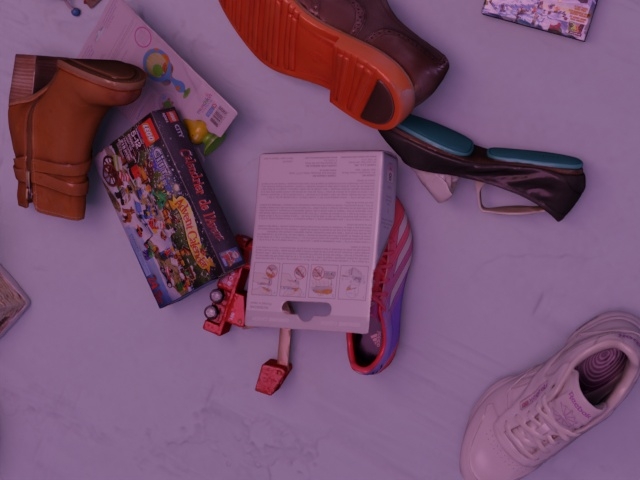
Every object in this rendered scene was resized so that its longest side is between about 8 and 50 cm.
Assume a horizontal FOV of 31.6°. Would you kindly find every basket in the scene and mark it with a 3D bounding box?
[{"bbox_3d":[-0.524,0.072,1.626,0.113,0.103,0.167,-45,83,13],"label":"basket"}]

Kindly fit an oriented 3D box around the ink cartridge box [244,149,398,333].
[{"bbox_3d":[0.000,0.000,1.470,0.189,0.066,0.232,1,87,29],"label":"ink cartridge box"}]

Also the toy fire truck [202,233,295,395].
[{"bbox_3d":[-0.086,0.100,1.551,0.135,0.047,0.192,21,99,11],"label":"toy fire truck"}]

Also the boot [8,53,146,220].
[{"bbox_3d":[-0.333,-0.134,1.517,0.283,0.109,0.220,11,102,40],"label":"boot"}]

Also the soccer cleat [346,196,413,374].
[{"bbox_3d":[0.072,0.055,1.483,0.083,0.095,0.248,6,97,13],"label":"soccer cleat"}]

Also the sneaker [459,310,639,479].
[{"bbox_3d":[0.283,0.206,1.417,0.114,0.152,0.305,45,105,4],"label":"sneaker"}]

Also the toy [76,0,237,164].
[{"bbox_3d":[-0.216,-0.211,1.540,0.237,0.056,0.137,47,125,10],"label":"toy"}]

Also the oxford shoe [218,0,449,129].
[{"bbox_3d":[0.004,-0.282,1.473,0.363,0.132,0.130,40,147,19],"label":"oxford shoe"}]

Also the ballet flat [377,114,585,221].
[{"bbox_3d":[0.194,-0.087,1.444,0.280,0.095,0.096,17,111,12],"label":"ballet flat"}]

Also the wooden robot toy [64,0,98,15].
[{"bbox_3d":[-0.388,-0.372,1.564,0.173,0.079,0.076,27,101,9],"label":"wooden robot toy"}]

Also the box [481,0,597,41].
[{"bbox_3d":[0.282,-0.314,1.431,0.137,0.027,0.094,18,101,11],"label":"box"}]

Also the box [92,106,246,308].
[{"bbox_3d":[-0.208,-0.042,1.527,0.159,0.044,0.233,-29,85,45],"label":"box"}]
